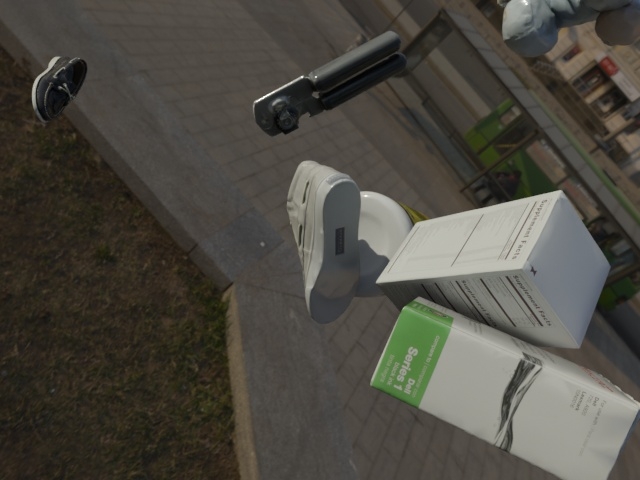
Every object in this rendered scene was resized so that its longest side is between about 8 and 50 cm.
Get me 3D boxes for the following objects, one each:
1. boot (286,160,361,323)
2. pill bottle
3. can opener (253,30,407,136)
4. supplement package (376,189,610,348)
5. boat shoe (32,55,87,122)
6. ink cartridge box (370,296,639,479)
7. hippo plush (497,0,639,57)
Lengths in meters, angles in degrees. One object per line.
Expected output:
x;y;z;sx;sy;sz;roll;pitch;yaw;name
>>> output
0.000;0.000;0.811;0.095;0.258;0.123;-7;28;-28;boot
0.139;0.018;0.991;0.188;0.188;0.334;61;21;18;pill bottle
0.007;-0.279;0.871;0.076;0.283;0.095;60;5;-39;can opener
0.221;0.047;0.664;0.134;0.244;0.139;49;61;-18;supplement package
-0.334;-0.197;0.639;0.038;0.046;0.125;-4;45;-2;boat shoe
0.181;0.145;0.518;0.219;0.093;0.160;23;4;17;ink cartridge box
0.452;-0.475;0.929;0.234;0.236;0.294;59;41;-28;hippo plush
